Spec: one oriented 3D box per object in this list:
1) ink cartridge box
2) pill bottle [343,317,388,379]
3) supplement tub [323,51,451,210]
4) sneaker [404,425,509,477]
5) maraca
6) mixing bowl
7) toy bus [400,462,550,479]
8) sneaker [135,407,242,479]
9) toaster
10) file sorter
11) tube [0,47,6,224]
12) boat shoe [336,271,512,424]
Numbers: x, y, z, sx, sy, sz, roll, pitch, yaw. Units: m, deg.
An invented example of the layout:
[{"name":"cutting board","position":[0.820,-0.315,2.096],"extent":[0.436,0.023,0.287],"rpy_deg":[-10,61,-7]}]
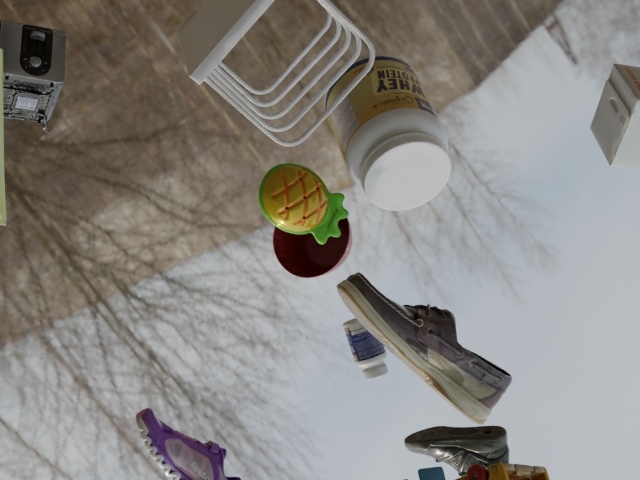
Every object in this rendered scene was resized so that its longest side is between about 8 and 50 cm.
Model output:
[{"name":"ink cartridge box","position":[0.550,-0.194,1.520],"extent":[0.128,0.176,0.127],"rpy_deg":[-93,-167,-54]},{"name":"pill bottle","position":[0.093,0.211,1.868],"extent":[0.067,0.120,0.067],"rpy_deg":[-18,180,0]},{"name":"supplement tub","position":[0.148,-0.241,2.073],"extent":[0.228,0.228,0.316],"rpy_deg":[-32,-134,14]},{"name":"sneaker","position":[0.277,0.444,1.905],"extent":[0.227,0.130,0.087],"rpy_deg":[-6,-170,31]},{"name":"maraca","position":[-0.031,-0.069,1.756],"extent":[0.127,0.185,0.099],"rpy_deg":[-65,-158,-8]},{"name":"mixing bowl","position":[0.000,0.000,2.020],"extent":[0.181,0.182,0.098],"rpy_deg":[-32,156,17]},{"name":"toy bus","position":[0.184,0.336,1.121],"extent":[0.190,0.104,0.202],"rpy_deg":[-11,152,-1]},{"name":"sneaker","position":[-0.217,0.368,1.595],"extent":[0.104,0.236,0.095],"rpy_deg":[-39,-174,-9]},{"name":"toaster","position":[-0.484,-0.259,1.444],"extent":[0.168,0.110,0.185],"rpy_deg":[7,160,-22]},{"name":"file sorter","position":[-0.065,-0.276,1.293],"extent":[0.193,0.173,0.278],"rpy_deg":[-46,-155,9]},{"name":"tube","position":[-0.466,-0.143,1.281],"extent":[0.062,0.240,0.070],"rpy_deg":[-1,-174,-30]},{"name":"boat shoe","position":[0.141,0.128,1.243],"extent":[0.092,0.285,0.103],"rpy_deg":[-48,-164,-3]}]
